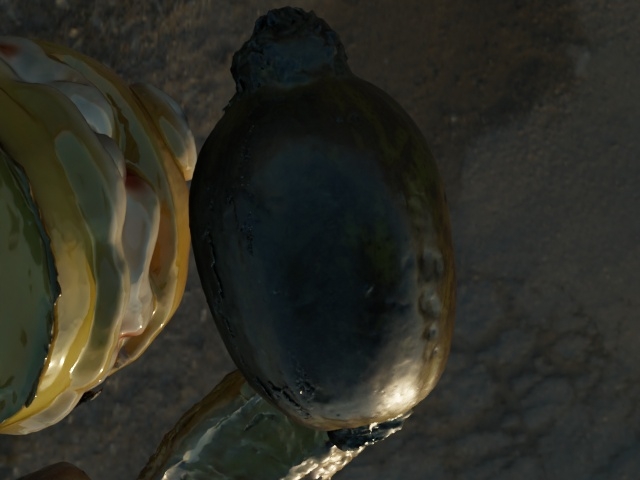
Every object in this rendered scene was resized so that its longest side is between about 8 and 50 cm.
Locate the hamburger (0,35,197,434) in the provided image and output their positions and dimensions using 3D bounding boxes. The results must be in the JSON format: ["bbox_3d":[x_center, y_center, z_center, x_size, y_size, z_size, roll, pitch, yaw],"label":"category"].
[{"bbox_3d":[-0.206,-0.010,0.796,0.276,0.236,0.277,7,105,28],"label":"hamburger"}]

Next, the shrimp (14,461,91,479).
[{"bbox_3d":[-0.284,0.262,0.994,0.287,0.185,0.068,-21,108,28],"label":"shrimp"}]

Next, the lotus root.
[{"bbox_3d":[0.000,0.000,0.523,0.120,0.120,0.210,-11,109,4],"label":"lotus root"}]

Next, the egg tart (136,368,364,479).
[{"bbox_3d":[-0.046,0.221,1.342,0.352,0.150,0.352,-37,164,-13],"label":"egg tart"}]
